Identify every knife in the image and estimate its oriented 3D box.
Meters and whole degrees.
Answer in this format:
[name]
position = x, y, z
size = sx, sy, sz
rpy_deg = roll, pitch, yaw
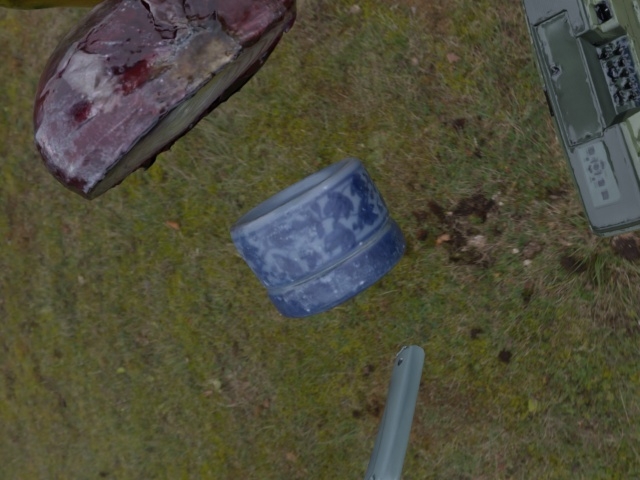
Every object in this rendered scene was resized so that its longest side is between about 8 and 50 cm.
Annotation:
[knife]
position = 0.067, 0.166, 0.591
size = 0.023, 0.162, 0.044
rpy_deg = 31, 133, -7

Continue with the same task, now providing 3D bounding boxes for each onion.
[onion]
position = -0.121, -0.124, 0.455
size = 0.098, 0.151, 0.206
rpy_deg = 47, 69, -8

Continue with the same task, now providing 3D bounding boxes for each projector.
[projector]
position = 0.295, -0.149, 0.620
size = 0.088, 0.194, 0.269
rpy_deg = -18, 86, 46

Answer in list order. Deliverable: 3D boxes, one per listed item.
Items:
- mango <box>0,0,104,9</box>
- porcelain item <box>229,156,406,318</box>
[mango]
position = -0.369, -0.449, 0.967
size = 0.173, 0.317, 0.211
rpy_deg = -9, 104, 66
[porcelain item]
position = 0.000, 0.000, 0.625
size = 0.147, 0.147, 0.114
rpy_deg = -25, 102, 23
